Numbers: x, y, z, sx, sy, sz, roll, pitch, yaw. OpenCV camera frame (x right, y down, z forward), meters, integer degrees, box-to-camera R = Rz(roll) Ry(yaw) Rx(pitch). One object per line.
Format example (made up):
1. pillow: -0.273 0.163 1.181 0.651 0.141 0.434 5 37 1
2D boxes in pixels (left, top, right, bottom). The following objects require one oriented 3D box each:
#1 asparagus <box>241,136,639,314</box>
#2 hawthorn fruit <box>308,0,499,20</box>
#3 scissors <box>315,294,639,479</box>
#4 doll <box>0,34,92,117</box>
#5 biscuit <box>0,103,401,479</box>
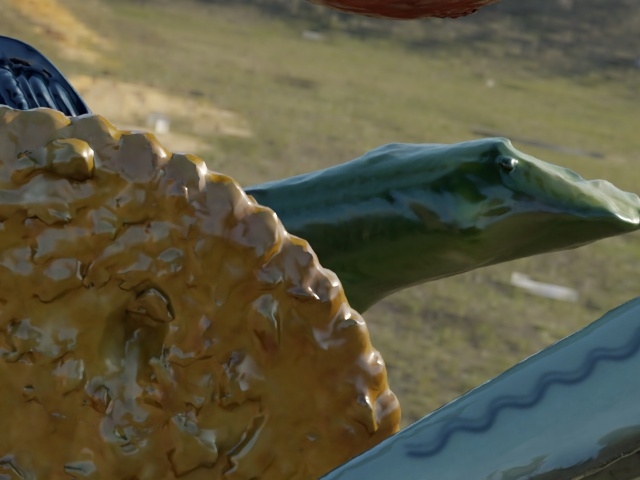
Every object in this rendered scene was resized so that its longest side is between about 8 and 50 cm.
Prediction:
1. asparagus: 0.001 0.000 0.839 0.343 0.085 0.082 -13 7 21
2. hawthorn fruit: 0.034 -0.200 0.658 0.276 0.276 0.307 14 -32 26
3. scissors: 0.115 0.011 0.362 0.289 0.041 0.138 -26 43 -3
4. doll: -0.213 0.045 0.789 0.284 0.310 0.240 -29 -15 -4
5. biscuit: -0.095 0.083 0.496 0.254 0.253 0.035 9 15 -11
